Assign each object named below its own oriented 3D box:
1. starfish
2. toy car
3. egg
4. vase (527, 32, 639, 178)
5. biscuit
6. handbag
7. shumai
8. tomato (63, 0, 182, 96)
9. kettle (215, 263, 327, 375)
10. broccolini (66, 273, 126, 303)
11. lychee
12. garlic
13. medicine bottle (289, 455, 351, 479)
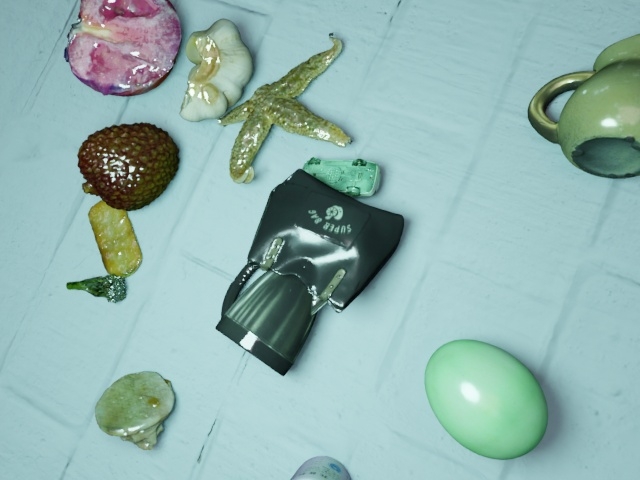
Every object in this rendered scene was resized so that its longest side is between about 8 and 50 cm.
[{"bbox_3d":[-0.086,-0.341,1.259,0.432,0.082,0.324,-26,64,5],"label":"starfish"},{"bbox_3d":[0.050,-0.161,1.224,0.224,0.076,0.090,8,80,32],"label":"toy car"},{"bbox_3d":[0.352,0.338,1.015,0.270,0.220,0.220,39,90,26],"label":"egg"},{"bbox_3d":[0.651,-0.314,1.075,0.329,0.241,0.302,13,71,39],"label":"vase"},{"bbox_3d":[-0.594,-0.009,1.353,0.118,0.029,0.247,-24,77,0],"label":"biscuit"},{"bbox_3d":[0.000,0.000,1.111,0.342,0.152,0.288,25,58,9],"label":"handbag"},{"bbox_3d":[-0.474,0.449,1.221,0.201,0.201,0.120,16,126,13],"label":"shumai"},{"bbox_3d":[-0.548,-0.558,1.359,0.290,0.176,0.335,13,88,-7],"label":"tomato"},{"bbox_3d":[-0.105,0.163,1.169,0.207,0.251,0.271,41,74,-20],"label":"kettle"},{"bbox_3d":[-0.636,0.124,1.333,0.203,0.091,0.068,9,40,24],"label":"broccolini"},{"bbox_3d":[-0.518,-0.204,1.272,0.271,0.236,0.236,-29,76,-15],"label":"lychee"},{"bbox_3d":[-0.284,-0.459,1.290,0.185,0.203,0.281,5,98,-22],"label":"garlic"},{"bbox_3d":[-0.015,0.586,1.032,0.152,0.254,0.152,-2,80,10],"label":"medicine bottle"}]
